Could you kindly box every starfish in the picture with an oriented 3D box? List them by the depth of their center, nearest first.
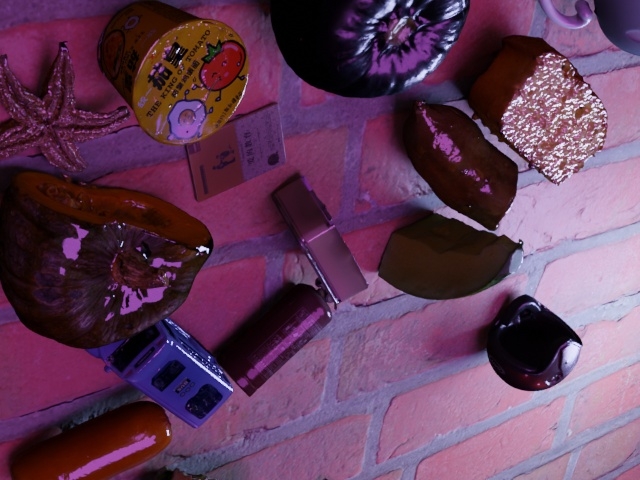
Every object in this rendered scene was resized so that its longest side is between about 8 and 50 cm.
[{"bbox_3d":[-0.379,-0.166,1.407,0.240,0.043,0.227,-22,136,-21],"label":"starfish"}]

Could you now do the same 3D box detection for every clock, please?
[{"bbox_3d":[0.000,0.000,1.773,0.071,0.147,0.192,-31,137,-1],"label":"clock"}]

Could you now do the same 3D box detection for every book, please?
[{"bbox_3d":[-0.134,-0.142,1.659,0.172,0.012,0.118,-27,132,-24],"label":"book"}]

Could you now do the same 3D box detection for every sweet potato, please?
[{"bbox_3d":[0.248,-0.147,1.885,0.369,0.158,0.158,35,94,-37],"label":"sweet potato"}]

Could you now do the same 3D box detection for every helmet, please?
[{"bbox_3d":[0.479,0.240,2.322,0.216,0.189,0.193,-19,138,-24],"label":"helmet"}]

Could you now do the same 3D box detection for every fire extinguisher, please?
[{"bbox_3d":[-0.059,0.161,1.875,0.269,0.105,0.105,-43,138,-8],"label":"fire extinguisher"}]

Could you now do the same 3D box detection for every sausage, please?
[{"bbox_3d":[-0.379,0.353,1.719,0.274,0.105,0.105,-23,132,-16],"label":"sausage"}]

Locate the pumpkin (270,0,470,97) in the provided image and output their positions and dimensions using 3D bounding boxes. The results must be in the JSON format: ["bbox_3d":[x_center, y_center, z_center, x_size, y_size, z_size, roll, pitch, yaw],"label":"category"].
[{"bbox_3d":[0.072,-0.369,1.515,0.315,0.238,0.315,-12,133,-13],"label":"pumpkin"}]

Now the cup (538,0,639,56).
[{"bbox_3d":[0.570,-0.481,1.871,0.356,0.259,0.274,-15,136,8],"label":"cup"}]

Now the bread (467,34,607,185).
[{"bbox_3d":[0.384,-0.252,1.900,0.194,0.179,0.340,-52,140,5],"label":"bread"}]

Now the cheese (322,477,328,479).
[{"bbox_3d":[0.019,0.553,2.262,0.060,0.041,0.084,-44,149,13],"label":"cheese"}]

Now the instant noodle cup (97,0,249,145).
[{"bbox_3d":[-0.212,-0.242,1.424,0.182,0.144,0.182,-23,132,-28],"label":"instant noodle cup"}]

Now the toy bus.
[{"bbox_3d":[-0.270,0.193,1.691,0.125,0.133,0.292,-45,138,-4],"label":"toy bus"}]

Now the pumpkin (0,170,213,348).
[{"bbox_3d":[-0.314,0.051,1.474,0.325,0.242,0.232,10,106,-42],"label":"pumpkin"}]

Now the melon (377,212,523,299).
[{"bbox_3d":[0.263,0.038,1.915,0.196,0.323,0.124,-33,115,-22],"label":"melon"}]

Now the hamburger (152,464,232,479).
[{"bbox_3d":[-0.217,0.547,1.940,0.309,0.132,0.211,35,61,-50],"label":"hamburger"}]
